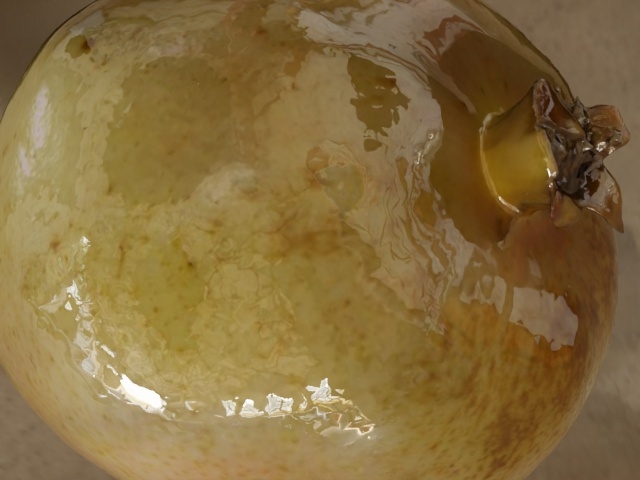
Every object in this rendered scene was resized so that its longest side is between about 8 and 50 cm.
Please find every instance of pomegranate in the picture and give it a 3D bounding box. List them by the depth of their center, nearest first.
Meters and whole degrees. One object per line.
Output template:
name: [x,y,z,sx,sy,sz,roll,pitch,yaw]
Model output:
pomegranate: [0.000,0.000,0.846,0.319,0.319,0.319,-4,72,13]

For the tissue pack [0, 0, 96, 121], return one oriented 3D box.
tissue pack: [-0.124,-0.171,1.298,0.277,0.267,0.387,38,77,-1]
